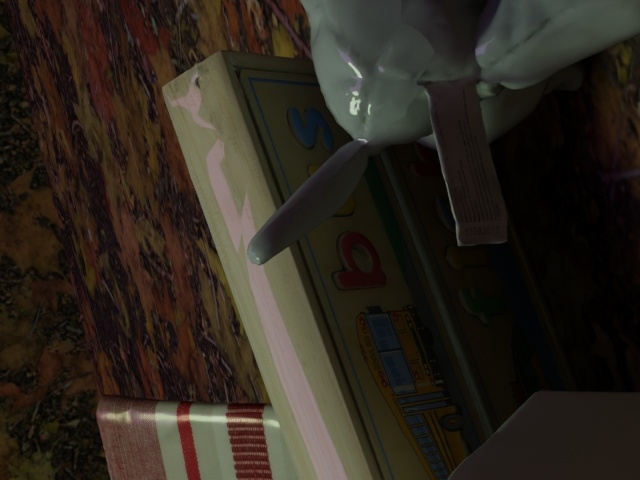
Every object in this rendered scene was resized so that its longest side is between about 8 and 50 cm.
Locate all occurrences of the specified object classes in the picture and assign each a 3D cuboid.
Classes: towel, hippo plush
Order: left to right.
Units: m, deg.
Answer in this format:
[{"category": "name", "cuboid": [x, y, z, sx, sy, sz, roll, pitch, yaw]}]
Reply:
[{"category": "towel", "cuboid": [-0.024, 0.243, 1.506, 0.037, 0.329, 0.237, -45, -49, -57]}, {"category": "hippo plush", "cuboid": [0.097, -0.131, 0.959, 0.236, 0.234, 0.294, 22, -115, -74]}]

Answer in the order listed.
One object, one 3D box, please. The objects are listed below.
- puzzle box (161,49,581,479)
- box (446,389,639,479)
[{"category": "puzzle box", "cuboid": [0.068, 0.081, 1.081, 0.052, 0.272, 0.409, -28, 76, 33]}, {"category": "box", "cuboid": [0.166, 0.271, 0.875, 0.168, 0.215, 0.345, -2, 105, 27]}]
